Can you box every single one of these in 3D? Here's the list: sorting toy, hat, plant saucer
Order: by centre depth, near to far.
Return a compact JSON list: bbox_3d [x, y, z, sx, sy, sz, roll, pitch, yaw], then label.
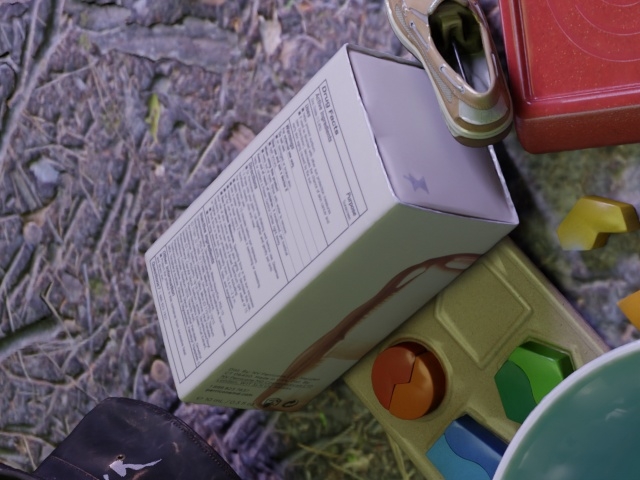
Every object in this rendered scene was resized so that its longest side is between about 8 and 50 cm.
[{"bbox_3d":[0.218,-0.196,1.220,0.258,0.047,0.259,-4,96,42],"label":"plant saucer"},{"bbox_3d":[0.144,0.077,1.339,0.229,0.041,0.307,52,127,22],"label":"sorting toy"},{"bbox_3d":[-0.153,0.221,1.535,0.331,0.331,0.134,18,72,39],"label":"hat"}]

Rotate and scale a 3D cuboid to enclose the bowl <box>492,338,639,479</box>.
[{"bbox_3d":[0.262,0.201,1.000,0.311,0.163,0.312,0,90,37],"label":"bowl"}]

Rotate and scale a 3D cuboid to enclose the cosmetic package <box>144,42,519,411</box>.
[{"bbox_3d":[0.000,0.000,1.375,0.296,0.129,0.153,-42,51,40],"label":"cosmetic package"}]

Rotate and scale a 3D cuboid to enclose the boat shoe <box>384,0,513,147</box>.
[{"bbox_3d":[0.096,-0.161,1.290,0.072,0.068,0.190,77,169,-56],"label":"boat shoe"}]
